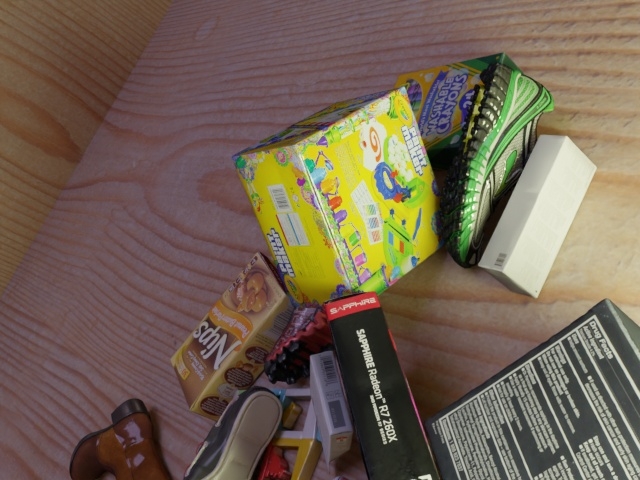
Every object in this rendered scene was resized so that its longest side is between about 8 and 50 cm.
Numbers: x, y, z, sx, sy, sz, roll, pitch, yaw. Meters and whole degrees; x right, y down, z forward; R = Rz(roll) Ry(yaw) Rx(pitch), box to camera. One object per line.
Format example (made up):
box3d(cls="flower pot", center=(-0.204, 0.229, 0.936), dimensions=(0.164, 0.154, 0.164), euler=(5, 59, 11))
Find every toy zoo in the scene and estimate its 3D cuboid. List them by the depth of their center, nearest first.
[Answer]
box3d(cls="toy zoo", center=(-0.085, 0.372, 1.497), dimensions=(0.293, 0.030, 0.192), euler=(-11, 55, 45))

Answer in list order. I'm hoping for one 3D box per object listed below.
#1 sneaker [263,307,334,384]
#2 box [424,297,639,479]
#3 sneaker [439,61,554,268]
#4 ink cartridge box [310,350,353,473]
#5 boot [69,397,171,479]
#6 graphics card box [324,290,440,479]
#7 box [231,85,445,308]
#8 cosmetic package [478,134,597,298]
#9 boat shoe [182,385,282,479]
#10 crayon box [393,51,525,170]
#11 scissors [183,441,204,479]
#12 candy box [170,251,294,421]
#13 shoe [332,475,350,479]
box3d(cls="sneaker", center=(-0.012, 0.153, 1.529), dimensions=(0.276, 0.097, 0.135), euler=(-48, 36, 8))
box3d(cls="box", center=(0.322, 0.287, 0.950), dimensions=(0.294, 0.182, 0.296), euler=(-41, 39, 23))
box3d(cls="sneaker", center=(0.300, -0.115, 1.344), dimensions=(0.134, 0.146, 0.344), euler=(-129, 56, -81))
box3d(cls="ink cartridge box", center=(0.017, 0.289, 1.326), dimensions=(0.045, 0.179, 0.145), euler=(-11, 55, -6))
box3d(cls="boot", center=(-0.441, 0.534, 1.771), dimensions=(0.264, 0.096, 0.280), euler=(-42, 44, 7))
box3d(cls="graphics card box", center=(0.098, 0.282, 1.174), dimensions=(0.094, 0.233, 0.371), euler=(-14, 42, 0))
box3d(cls="box", center=(0.048, -0.073, 1.382), dimensions=(0.279, 0.290, 0.177), euler=(-32, 19, -37))
box3d(cls="cosmetic package", center=(0.343, -0.039, 1.263), dimensions=(0.060, 0.099, 0.239), euler=(13, 72, 56))
box3d(cls="boat shoe", center=(-0.180, 0.420, 1.465), dimensions=(0.335, 0.112, 0.095), euler=(-58, 17, -12))
box3d(cls="crayon box", center=(0.223, -0.239, 1.577), dimensions=(0.322, 0.083, 0.203), euler=(-1, 62, 50))
box3d(cls="scissors", center=(-0.195, 0.511, 1.488), dimensions=(0.109, 0.021, 0.297), euler=(-52, 41, 18))
box3d(cls="candy box", center=(-0.173, 0.201, 1.687), dimensions=(0.316, 0.087, 0.183), euler=(-50, 35, 8))
box3d(cls="shoe", center=(0.070, 0.438, 1.237), dimensions=(0.081, 0.063, 0.178), euler=(-36, 45, 24))
